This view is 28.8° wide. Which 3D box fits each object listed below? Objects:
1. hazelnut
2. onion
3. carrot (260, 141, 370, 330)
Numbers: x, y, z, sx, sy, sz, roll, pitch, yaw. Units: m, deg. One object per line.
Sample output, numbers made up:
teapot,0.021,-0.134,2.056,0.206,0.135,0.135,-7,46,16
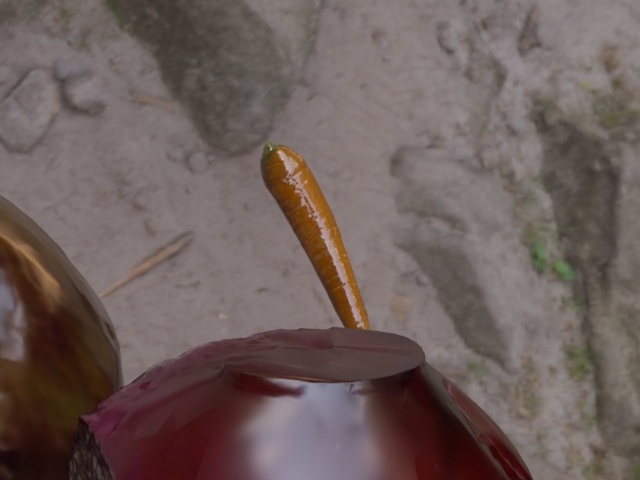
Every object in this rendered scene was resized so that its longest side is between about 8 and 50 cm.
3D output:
hazelnut,-0.353,0.141,1.055,0.402,0.402,0.429,-7,53,-32
onion,0.004,0.136,0.521,0.207,0.216,0.206,-6,102,-29
carrot,0.001,0.000,1.515,0.062,0.066,0.271,-26,89,-22
